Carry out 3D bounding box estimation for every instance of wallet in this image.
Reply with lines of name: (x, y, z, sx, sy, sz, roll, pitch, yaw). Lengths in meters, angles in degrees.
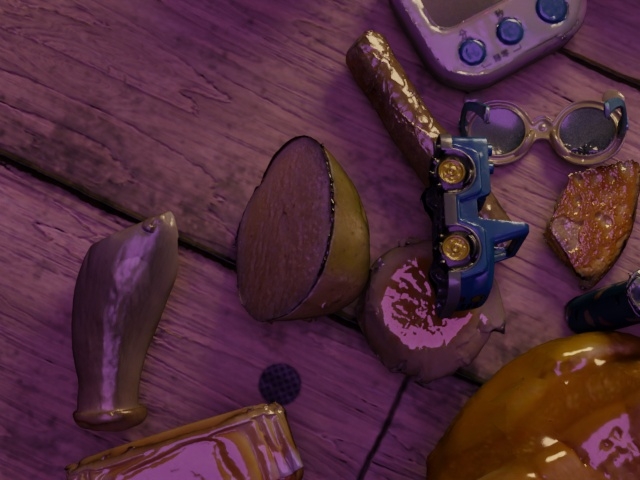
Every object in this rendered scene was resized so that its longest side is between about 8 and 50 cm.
wallet: (0.355, 0.058, 1.114, 0.141, 0.202, 0.059, -16, 81, -7)

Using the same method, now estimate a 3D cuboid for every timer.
timer: (0.193, -0.283, 1.230, 0.208, 0.069, 0.191, -28, 83, -4)

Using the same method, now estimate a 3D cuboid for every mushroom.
mushroom: (-0.221, 0.084, 1.157, 0.108, 0.096, 0.247, 12, 86, 0)

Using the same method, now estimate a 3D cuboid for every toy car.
toy car: (0.159, -0.018, 1.097, 0.100, 0.097, 0.191, 0, 70, -1)

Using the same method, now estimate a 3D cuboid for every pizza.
pizza: (0.311, -0.026, 1.210, 0.099, 0.036, 0.160, 23, 81, -6)

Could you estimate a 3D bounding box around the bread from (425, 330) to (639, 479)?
bread: (0.304, 0.289, 1.065, 0.361, 0.250, 0.394, -40, 81, -9)

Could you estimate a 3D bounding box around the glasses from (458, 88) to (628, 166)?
glasses: (0.238, -0.114, 1.139, 0.189, 0.220, 0.088, 2, 101, 12)

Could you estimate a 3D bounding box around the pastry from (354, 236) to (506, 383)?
pastry: (0.118, 0.074, 1.167, 0.165, 0.088, 0.166, 0, 83, -2)

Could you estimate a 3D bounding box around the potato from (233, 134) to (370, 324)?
potato: (0.000, 0.000, 1.159, 0.117, 0.182, 0.202, 16, 55, -31)

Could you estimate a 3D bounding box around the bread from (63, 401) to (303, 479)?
bread: (-0.140, 0.250, 1.112, 0.241, 0.136, 0.107, -16, 82, -5)

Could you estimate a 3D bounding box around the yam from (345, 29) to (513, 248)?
yam: (0.124, -0.108, 1.204, 0.066, 0.066, 0.300, -32, 84, -5)
